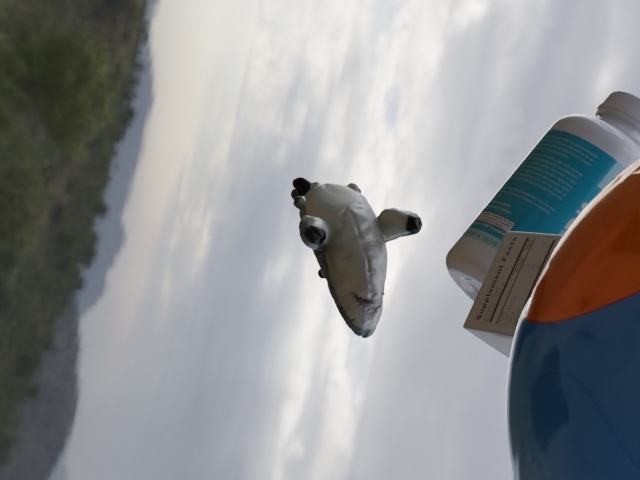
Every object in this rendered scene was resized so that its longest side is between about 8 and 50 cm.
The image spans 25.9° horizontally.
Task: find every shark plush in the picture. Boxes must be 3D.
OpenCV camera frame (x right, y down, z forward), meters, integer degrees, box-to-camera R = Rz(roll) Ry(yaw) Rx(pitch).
[{"bbox_3d":[0.000,0.000,0.890,0.161,0.073,0.067,36,-48,53],"label":"shark plush"}]

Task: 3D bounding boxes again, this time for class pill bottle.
[{"bbox_3d":[0.264,-0.032,1.473,0.264,0.146,0.146,-50,-173,-9],"label":"pill bottle"}]

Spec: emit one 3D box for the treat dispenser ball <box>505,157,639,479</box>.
[{"bbox_3d":[0.232,0.081,0.652,0.288,0.288,0.288,-169,-90,-80],"label":"treat dispenser ball"}]

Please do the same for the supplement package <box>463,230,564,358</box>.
[{"bbox_3d":[0.233,0.063,1.221,0.179,0.105,0.105,6,-113,58],"label":"supplement package"}]
